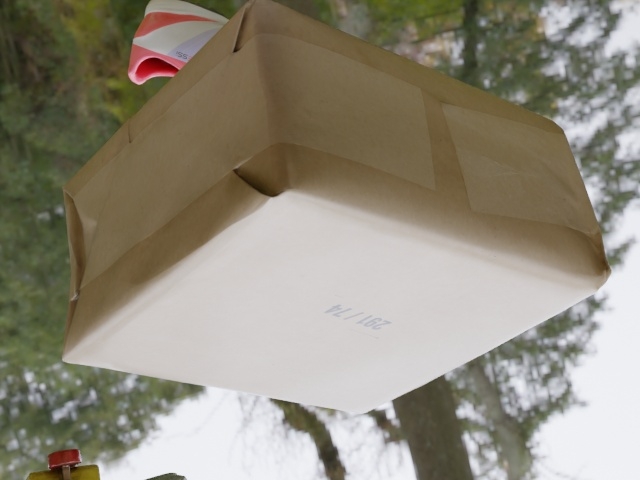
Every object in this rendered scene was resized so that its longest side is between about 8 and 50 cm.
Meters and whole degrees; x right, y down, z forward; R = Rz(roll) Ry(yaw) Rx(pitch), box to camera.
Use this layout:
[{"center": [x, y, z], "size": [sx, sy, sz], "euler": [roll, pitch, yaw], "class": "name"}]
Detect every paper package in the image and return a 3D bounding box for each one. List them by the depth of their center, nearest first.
[{"center": [0.000, 0.000, 0.922], "size": [0.324, 0.168, 0.309], "euler": [16, 143, -36], "class": "paper package"}]

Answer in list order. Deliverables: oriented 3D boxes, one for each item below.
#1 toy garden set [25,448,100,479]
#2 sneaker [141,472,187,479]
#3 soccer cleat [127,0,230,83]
[{"center": [-0.266, 0.296, 0.950], "size": [0.244, 0.204, 0.049], "euler": [-17, 163, 18], "class": "toy garden set"}, {"center": [-0.183, 0.323, 1.319], "size": [0.094, 0.091, 0.258], "euler": [-17, 174, -3], "class": "sneaker"}, {"center": [-0.098, -0.223, 1.459], "size": [0.318, 0.116, 0.108], "euler": [16, 165, 20], "class": "soccer cleat"}]
